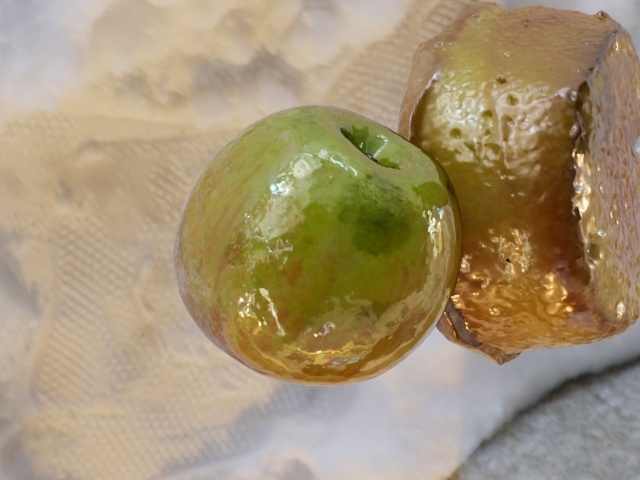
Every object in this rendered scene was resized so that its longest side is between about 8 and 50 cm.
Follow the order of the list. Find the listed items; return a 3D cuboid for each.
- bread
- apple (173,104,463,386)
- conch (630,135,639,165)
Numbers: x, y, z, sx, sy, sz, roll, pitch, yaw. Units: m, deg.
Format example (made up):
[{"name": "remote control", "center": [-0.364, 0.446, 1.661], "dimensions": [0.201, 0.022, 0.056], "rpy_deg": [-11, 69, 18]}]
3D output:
[{"name": "bread", "center": [0.175, -0.045, 1.099], "dimensions": [0.312, 0.172, 0.312], "rpy_deg": [3, 87, -60]}, {"name": "apple", "center": [0.000, 0.000, 0.913], "dimensions": [0.196, 0.196, 0.196], "rpy_deg": [-5, 106, -18]}, {"name": "conch", "center": [0.312, -0.181, 0.935], "dimensions": [0.291, 0.210, 0.159], "rpy_deg": [-38, 105, 17]}]
